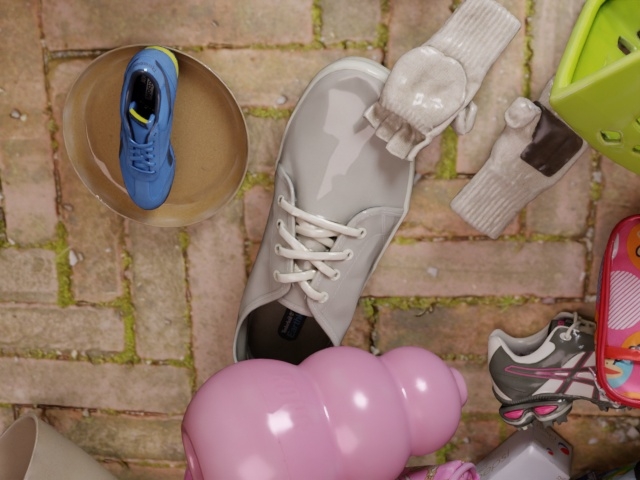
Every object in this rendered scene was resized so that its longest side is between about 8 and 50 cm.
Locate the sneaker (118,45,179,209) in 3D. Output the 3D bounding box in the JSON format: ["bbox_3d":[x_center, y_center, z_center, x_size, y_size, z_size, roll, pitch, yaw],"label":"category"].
[{"bbox_3d":[-0.209,-0.123,1.673,0.069,0.082,0.209,11,118,6],"label":"sneaker"}]

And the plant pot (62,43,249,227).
[{"bbox_3d":[-0.196,-0.128,1.730,0.236,0.032,0.236,5,115,11],"label":"plant pot"}]

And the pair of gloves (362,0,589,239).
[{"bbox_3d":[0.184,-0.136,1.598,0.204,0.042,0.240,-44,108,10],"label":"pair of gloves"}]

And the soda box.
[{"bbox_3d":[0.222,0.323,1.821,0.069,0.074,0.216,40,117,-8],"label":"soda box"}]

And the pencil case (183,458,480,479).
[{"bbox_3d":[0.009,0.335,1.787,0.386,0.160,0.167,1,160,27],"label":"pencil case"}]

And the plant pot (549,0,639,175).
[{"bbox_3d":[0.398,-0.172,1.446,0.228,0.227,0.207,-28,113,40],"label":"plant pot"}]

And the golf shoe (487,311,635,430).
[{"bbox_3d":[0.329,0.142,1.696,0.273,0.105,0.120,-16,103,19],"label":"golf shoe"}]

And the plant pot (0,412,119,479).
[{"bbox_3d":[-0.332,0.408,1.917,0.274,0.256,0.256,32,119,-20],"label":"plant pot"}]

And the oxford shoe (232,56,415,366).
[{"bbox_3d":[0.000,0.000,1.692,0.169,0.130,0.449,21,117,5],"label":"oxford shoe"}]

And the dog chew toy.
[{"bbox_3d":[0.013,0.215,1.650,0.332,0.206,0.206,-16,114,-14],"label":"dog chew toy"}]

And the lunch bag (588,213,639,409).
[{"bbox_3d":[0.450,0.107,1.583,0.293,0.120,0.258,5,84,11],"label":"lunch bag"}]

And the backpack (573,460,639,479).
[{"bbox_3d":[0.345,0.438,1.768,0.355,0.273,0.290,-38,106,4],"label":"backpack"}]
